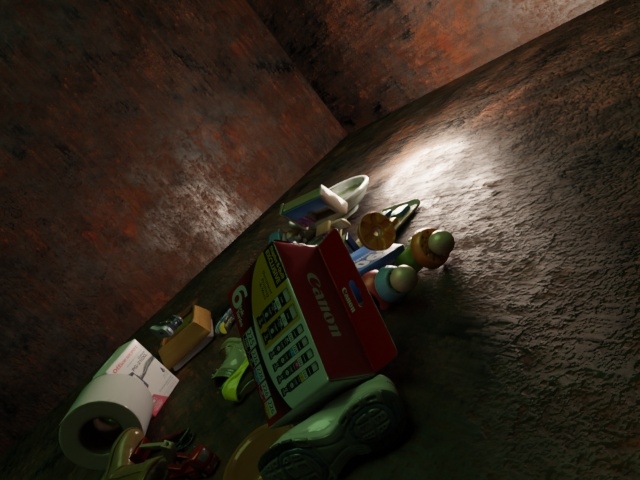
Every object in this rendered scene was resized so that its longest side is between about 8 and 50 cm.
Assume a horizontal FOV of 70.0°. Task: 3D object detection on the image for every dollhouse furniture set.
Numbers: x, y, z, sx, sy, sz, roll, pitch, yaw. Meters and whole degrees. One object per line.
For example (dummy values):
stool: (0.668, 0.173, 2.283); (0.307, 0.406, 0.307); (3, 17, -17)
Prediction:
dollhouse furniture set: (-0.004, 0.021, 1.558); (0.198, 0.286, 0.303); (-20, 52, 39)

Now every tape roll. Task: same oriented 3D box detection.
tape roll: (-0.675, 0.575, 1.463); (0.246, 0.246, 0.169); (-40, 15, 1)

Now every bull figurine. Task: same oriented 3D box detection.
bull figurine: (-0.185, 0.057, 2.043); (0.310, 0.101, 0.188); (-46, 20, -15)

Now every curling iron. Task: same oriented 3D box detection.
curling iron: (-0.450, 0.583, 1.304); (0.274, 0.035, 0.068); (-28, 19, 36)

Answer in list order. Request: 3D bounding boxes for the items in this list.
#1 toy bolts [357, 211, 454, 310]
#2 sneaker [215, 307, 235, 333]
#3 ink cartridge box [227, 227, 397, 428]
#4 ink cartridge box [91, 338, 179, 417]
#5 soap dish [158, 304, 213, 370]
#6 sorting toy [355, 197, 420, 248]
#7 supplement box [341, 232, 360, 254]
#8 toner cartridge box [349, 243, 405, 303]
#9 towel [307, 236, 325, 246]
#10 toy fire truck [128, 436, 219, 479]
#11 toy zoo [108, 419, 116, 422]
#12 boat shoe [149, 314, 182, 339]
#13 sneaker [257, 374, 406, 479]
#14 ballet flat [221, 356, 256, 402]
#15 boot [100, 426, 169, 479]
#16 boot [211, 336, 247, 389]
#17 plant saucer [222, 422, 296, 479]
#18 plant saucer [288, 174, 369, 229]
toy bolts: (0.182, 0.032, 1.065); (0.228, 0.218, 0.158); (-56, 8, -27)
sneaker: (-0.376, 0.320, 1.840); (0.059, 0.053, 0.144); (-30, 17, 40)
ink cartridge box: (-0.033, 0.161, 0.910); (0.272, 0.130, 0.309); (-48, 53, 32)
ink cartridge box: (-0.657, 0.501, 1.637); (0.100, 0.237, 0.172); (-31, 18, 30)
soap dish: (-0.568, 0.401, 1.936); (0.229, 0.118, 0.291); (-41, 15, -5)
sorting toy: (0.218, -0.059, 1.539); (0.208, 0.038, 0.193); (-49, 18, -30)
supplement box: (0.079, 0.036, 1.511); (0.083, 0.083, 0.056); (-33, 16, 20)
toner cartridge box: (0.053, 0.117, 1.183); (0.348, 0.075, 0.165); (-30, 13, -25)
towel: (0.000, 0.000, 1.912); (0.113, 0.023, 0.152); (-41, 16, -1)
toy fire truck: (-0.345, 0.510, 1.075); (0.192, 0.135, 0.047); (-31, 18, 30)
toy zoo: (-0.719, 0.627, 1.818); (0.192, 0.030, 0.293); (-26, 20, 41)
boat shoe: (-0.631, 0.356, 1.880); (0.183, 0.065, 0.083); (-14, 27, 47)
sneaker: (0.023, 0.342, 0.803); (0.297, 0.111, 0.129); (-33, 1, 11)
ballet flat: (-0.181, 0.353, 1.279); (0.077, 0.077, 0.231); (11, 52, 43)
boot: (-0.482, 0.603, 1.220); (0.270, 0.089, 0.236); (-29, 36, 37)
boot: (-0.281, 0.381, 1.407); (0.213, 0.077, 0.165); (-24, 25, 44)
plant saucer: (-0.128, 0.448, 0.928); (0.200, 0.037, 0.200); (-36, 16, 12)
plant saucer: (0.052, -0.141, 1.995); (0.401, 0.100, 0.400); (-30, 16, 10)
